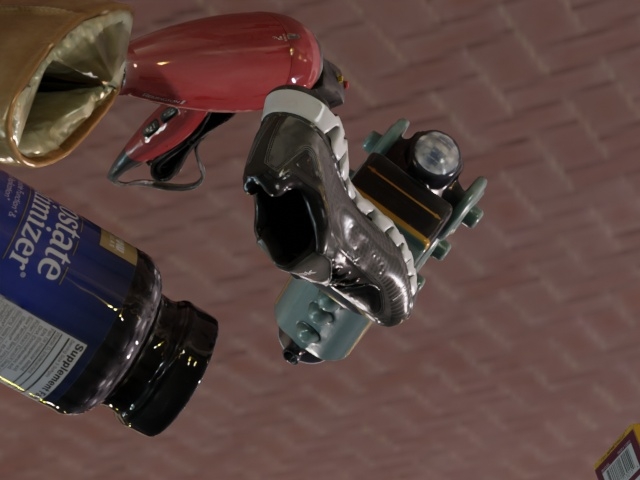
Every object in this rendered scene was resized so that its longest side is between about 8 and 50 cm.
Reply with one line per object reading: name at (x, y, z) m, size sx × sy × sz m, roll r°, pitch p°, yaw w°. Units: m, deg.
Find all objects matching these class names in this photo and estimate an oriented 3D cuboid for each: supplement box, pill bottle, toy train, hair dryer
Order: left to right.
pill bottle at (-0.183, 0.039, 1.221) m, size 0.219 × 0.123 × 0.123 m, roll 31°, pitch 140°, yaw -18°
hair dryer at (-0.096, -0.103, 1.515) m, size 0.223 × 0.080 × 0.293 m, roll -32°, pitch 159°, yaw 6°
toy train at (0.045, 0.011, 1.883) m, size 0.142 × 0.190 × 0.334 m, roll 38°, pitch 150°, yaw 2°
supplement box at (0.219, 0.140, 1.137) m, size 0.083 × 0.043 × 0.055 m, roll -1°, pitch 145°, yaw -24°

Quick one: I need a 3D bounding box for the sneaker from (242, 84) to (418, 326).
sneaker at (0.000, 0.000, 1.411) m, size 0.078 × 0.106 × 0.234 m, roll 2°, pitch 137°, yaw 34°

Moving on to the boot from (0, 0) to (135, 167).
boot at (-0.225, -0.134, 1.137) m, size 0.269 × 0.236 × 0.089 m, roll 7°, pitch 137°, yaw 30°
